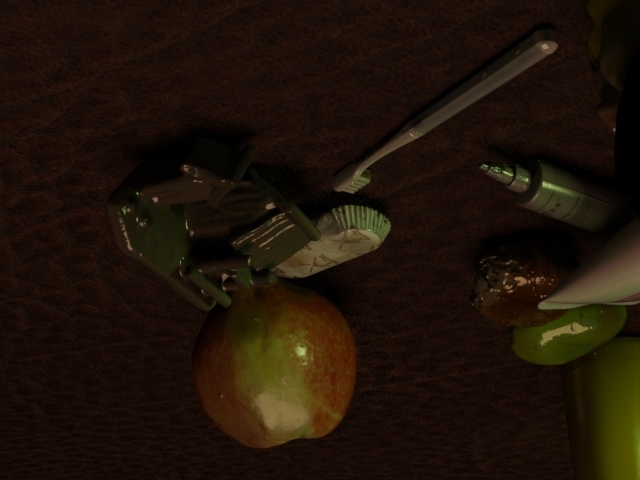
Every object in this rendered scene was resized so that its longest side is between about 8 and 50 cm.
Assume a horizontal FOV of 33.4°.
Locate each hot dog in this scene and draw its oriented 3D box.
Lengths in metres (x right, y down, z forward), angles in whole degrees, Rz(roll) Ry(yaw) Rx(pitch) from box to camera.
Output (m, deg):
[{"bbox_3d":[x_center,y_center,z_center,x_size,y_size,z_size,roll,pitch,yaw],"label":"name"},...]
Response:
[{"bbox_3d":[0.000,0.000,1.335,0.099,0.053,0.192,27,145,-34],"label":"hot dog"}]

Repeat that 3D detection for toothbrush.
[{"bbox_3d":[0.121,-0.128,1.129,0.030,0.025,0.342,14,149,-32],"label":"toothbrush"}]

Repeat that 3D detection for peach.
[{"bbox_3d":[-0.070,0.152,1.459,0.232,0.257,0.232,-17,-173,2],"label":"peach"}]

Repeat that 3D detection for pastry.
[{"bbox_3d":[0.268,0.056,1.376,0.153,0.081,0.153,4,147,3],"label":"pastry"}]

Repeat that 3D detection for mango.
[{"bbox_3d":[0.336,0.113,1.472,0.163,0.089,0.117,-34,131,29],"label":"mango"}]

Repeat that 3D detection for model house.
[{"bbox_3d":[-0.113,-0.023,1.236,0.188,0.122,0.229,-14,143,23],"label":"model house"}]

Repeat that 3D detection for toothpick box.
[{"bbox_3d":[0.454,0.295,1.582,0.174,0.271,0.175,2,150,1],"label":"toothpick box"}]

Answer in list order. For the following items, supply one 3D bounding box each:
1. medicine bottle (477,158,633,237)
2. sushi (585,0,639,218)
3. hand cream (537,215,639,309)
[{"bbox_3d":[0.262,-0.056,1.208,0.199,0.058,0.057,18,147,-24],"label":"medicine bottle"},{"bbox_3d":[0.385,-0.143,0.830,0.328,0.285,0.328,9,121,-4],"label":"sushi"},{"bbox_3d":[0.413,-0.008,1.181,0.185,0.118,0.359,-3,150,-35],"label":"hand cream"}]
